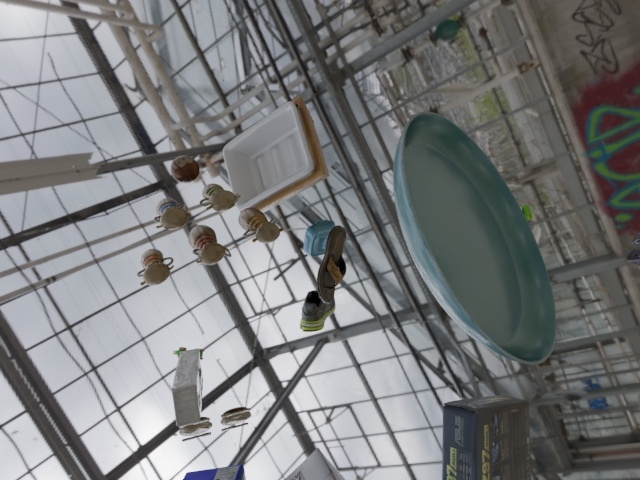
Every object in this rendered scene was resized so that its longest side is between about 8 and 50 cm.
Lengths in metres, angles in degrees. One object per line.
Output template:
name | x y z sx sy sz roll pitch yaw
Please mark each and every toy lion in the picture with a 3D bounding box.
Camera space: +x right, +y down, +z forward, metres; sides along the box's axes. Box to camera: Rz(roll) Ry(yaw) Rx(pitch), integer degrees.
toy lion | -0.423 0.361 1.308 0.100 0.096 0.034 21 -117 -42

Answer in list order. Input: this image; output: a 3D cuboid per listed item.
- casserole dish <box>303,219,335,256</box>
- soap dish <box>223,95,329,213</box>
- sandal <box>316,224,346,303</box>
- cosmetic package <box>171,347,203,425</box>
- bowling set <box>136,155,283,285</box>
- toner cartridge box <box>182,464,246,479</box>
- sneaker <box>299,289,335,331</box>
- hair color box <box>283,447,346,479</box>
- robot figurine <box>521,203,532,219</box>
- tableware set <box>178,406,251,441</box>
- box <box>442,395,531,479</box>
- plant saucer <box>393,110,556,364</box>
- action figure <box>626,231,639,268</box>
casserole dish | 0.000 0.000 1.483 0.188 0.114 0.037 100 149 -51
soap dish | -0.121 -0.215 1.125 0.118 0.291 0.229 6 -117 -56
sandal | 0.044 0.070 1.137 0.090 0.060 0.219 15 -90 -59
cosmetic package | -0.347 0.376 1.086 0.239 0.060 0.099 -157 63 -75
bowling set | -0.239 -0.050 0.779 0.154 0.287 0.200 34 148 58
toner cartridge box | -0.261 0.789 1.089 0.075 0.165 0.348 -40 -60 -86
sneaker | -0.004 0.245 1.634 0.300 0.111 0.121 -56 -31 -70
hair color box | 0.016 0.558 0.687 0.113 0.185 0.374 55 170 -21
robot figurine | 0.434 -0.049 0.955 0.115 0.101 0.067 60 -145 -1
tableware set | -0.291 0.493 1.140 0.194 0.128 0.039 -7 -130 -20
box | 0.253 0.362 0.619 0.183 0.059 0.232 13 -105 -42
plant saucer | 0.186 -0.008 0.501 0.317 0.044 0.317 25 -129 -34
action figure | 0.878 0.083 0.958 0.185 0.285 0.099 -57 -12 -13
